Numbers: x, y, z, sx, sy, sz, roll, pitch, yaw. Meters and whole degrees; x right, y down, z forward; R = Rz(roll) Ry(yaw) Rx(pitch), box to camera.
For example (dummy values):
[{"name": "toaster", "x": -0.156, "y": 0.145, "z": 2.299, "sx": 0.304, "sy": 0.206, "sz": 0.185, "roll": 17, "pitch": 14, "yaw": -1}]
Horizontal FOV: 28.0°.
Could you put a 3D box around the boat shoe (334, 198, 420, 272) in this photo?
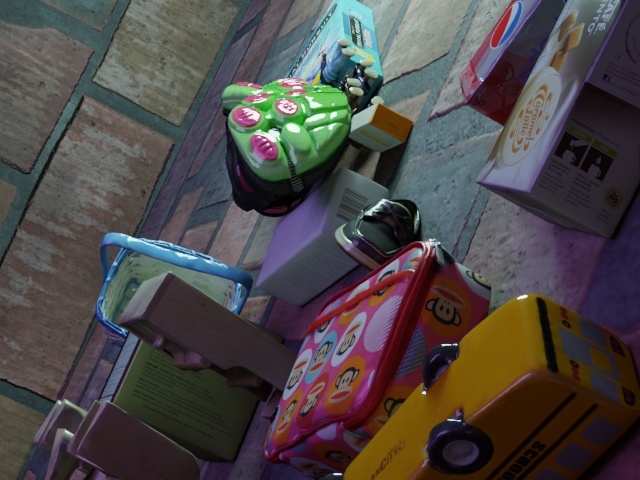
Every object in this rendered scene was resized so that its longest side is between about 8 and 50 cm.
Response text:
[{"name": "boat shoe", "x": 0.076, "y": -0.016, "z": 1.553, "sx": 0.073, "sy": 0.080, "sz": 0.223, "roll": -51, "pitch": -5, "yaw": 14}]

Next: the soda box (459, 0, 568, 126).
[{"name": "soda box", "x": 0.260, "y": -0.244, "z": 1.387, "sx": 0.263, "sy": 0.092, "sz": 0.083, "roll": -55, "pitch": 18, "yaw": 24}]

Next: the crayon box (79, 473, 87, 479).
[{"name": "crayon box", "x": -0.365, "y": 0.424, "z": 2.311, "sx": 0.319, "sy": 0.081, "sz": 0.202, "roll": -61, "pitch": 16, "yaw": 6}]

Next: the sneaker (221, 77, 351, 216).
[{"name": "sneaker", "x": -0.050, "y": -0.128, "z": 1.919, "sx": 0.483, "sy": 0.185, "sz": 0.202, "roll": -112, "pitch": 16, "yaw": -77}]

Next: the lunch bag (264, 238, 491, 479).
[{"name": "lunch bag", "x": 0.066, "y": 0.125, "z": 1.377, "sx": 0.293, "sy": 0.120, "sz": 0.258, "roll": -37, "pitch": 25, "yaw": 58}]

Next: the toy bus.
[{"name": "toy bus", "x": 0.110, "y": 0.195, "z": 1.074, "sx": 0.333, "sy": 0.130, "sz": 0.108, "roll": -54, "pitch": 19, "yaw": 30}]

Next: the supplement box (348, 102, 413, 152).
[{"name": "supplement box", "x": 0.085, "y": -0.164, "z": 1.873, "sx": 0.036, "sy": 0.062, "sz": 0.098, "roll": -68, "pitch": 17, "yaw": -14}]

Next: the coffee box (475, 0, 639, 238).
[{"name": "coffee box", "x": 0.261, "y": -0.138, "z": 1.199, "sx": 0.246, "sy": 0.098, "sz": 0.141, "roll": -63, "pitch": 16, "yaw": 1}]

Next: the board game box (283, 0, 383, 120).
[{"name": "board game box", "x": 0.003, "y": -0.269, "z": 2.280, "sx": 0.254, "sy": 0.079, "sz": 0.336, "roll": -55, "pitch": 17, "yaw": 24}]

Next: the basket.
[{"name": "basket", "x": -0.251, "y": 0.097, "z": 2.193, "sx": 0.289, "sy": 0.254, "sz": 0.201, "roll": 107, "pitch": -179, "yaw": -55}]

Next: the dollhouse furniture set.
[{"name": "dollhouse furniture set", "x": -0.206, "y": 0.278, "z": 1.634, "sx": 0.394, "sy": 0.256, "sz": 0.362, "roll": -60, "pitch": 14, "yaw": -17}]

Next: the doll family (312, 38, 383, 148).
[{"name": "doll family", "x": 0.039, "y": -0.226, "z": 2.031, "sx": 0.111, "sy": 0.076, "sz": 0.193, "roll": 120, "pitch": 153, "yaw": -46}]

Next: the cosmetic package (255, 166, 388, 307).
[{"name": "cosmetic package", "x": 0.000, "y": 0.000, "z": 1.841, "sx": 0.231, "sy": 0.085, "sz": 0.117, "roll": -40, "pitch": 26, "yaw": 58}]

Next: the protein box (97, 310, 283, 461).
[{"name": "protein box", "x": -0.198, "y": 0.199, "z": 1.921, "sx": 0.136, "sy": 0.199, "sz": 0.201, "roll": -23, "pitch": 42, "yaw": 66}]
